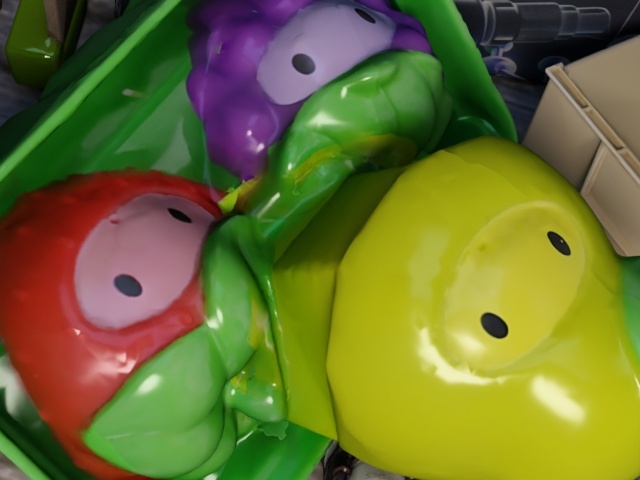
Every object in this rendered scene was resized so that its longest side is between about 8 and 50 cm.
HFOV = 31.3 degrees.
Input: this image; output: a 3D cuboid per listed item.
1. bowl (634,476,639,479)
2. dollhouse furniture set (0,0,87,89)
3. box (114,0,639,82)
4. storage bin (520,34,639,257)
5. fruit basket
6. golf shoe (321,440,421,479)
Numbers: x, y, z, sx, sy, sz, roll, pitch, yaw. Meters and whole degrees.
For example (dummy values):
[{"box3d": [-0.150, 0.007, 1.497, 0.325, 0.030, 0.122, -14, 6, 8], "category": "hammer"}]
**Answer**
[{"box3d": [0.237, 0.266, 0.610, 0.297, 0.134, 0.298, 4, 64, -8], "category": "bowl"}, {"box3d": [-0.302, -0.238, 0.758, 0.301, 0.151, 0.198, 11, 63, -4], "category": "dollhouse furniture set"}, {"box3d": [0.069, -0.282, 0.763, 0.395, 0.293, 0.212, 6, 64, -6], "category": "box"}, {"box3d": [0.306, -0.033, 0.762, 0.262, 0.123, 0.260, -23, 64, -20], "category": "storage bin"}, {"box3d": [0.000, 0.000, 0.584, 0.392, 0.392, 0.283, -53, 125, -26], "category": "fruit basket"}, {"box3d": [0.036, 0.133, 0.666, 0.077, 0.094, 0.198, 5, 62, -6], "category": "golf shoe"}]
